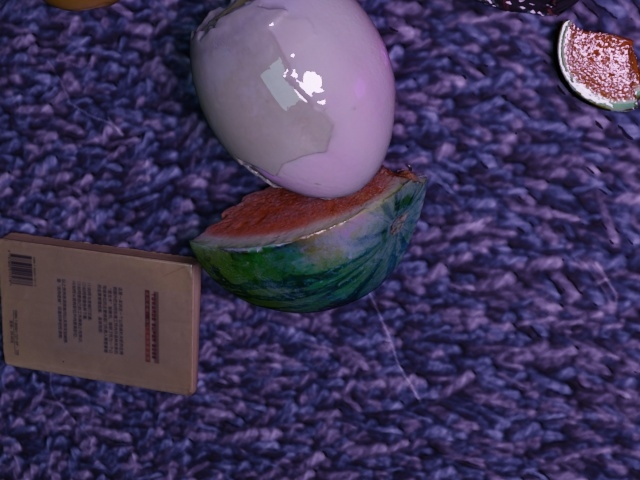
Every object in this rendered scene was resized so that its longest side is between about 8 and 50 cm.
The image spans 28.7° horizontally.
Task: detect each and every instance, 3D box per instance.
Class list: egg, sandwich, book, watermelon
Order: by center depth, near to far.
[{"bbox_3d":[0.261,-0.161,1.168,0.101,0.026,0.069,19,107,6],"label":"sandwich"},{"bbox_3d":[-0.016,-0.139,1.169,0.183,0.183,0.217,-28,108,22],"label":"egg"},{"bbox_3d":[0.001,0.022,1.266,0.231,0.128,0.146,-8,123,16],"label":"watermelon"},{"bbox_3d":[-0.246,0.080,1.387,0.231,0.026,0.161,8,110,13],"label":"book"}]

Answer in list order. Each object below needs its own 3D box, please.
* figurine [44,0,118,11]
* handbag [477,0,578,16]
[{"bbox_3d":[-0.241,-0.358,1.168,0.343,0.167,0.284,-7,98,39],"label":"figurine"},{"bbox_3d":[0.186,-0.300,1.064,0.155,0.169,0.215,15,110,10],"label":"handbag"}]
